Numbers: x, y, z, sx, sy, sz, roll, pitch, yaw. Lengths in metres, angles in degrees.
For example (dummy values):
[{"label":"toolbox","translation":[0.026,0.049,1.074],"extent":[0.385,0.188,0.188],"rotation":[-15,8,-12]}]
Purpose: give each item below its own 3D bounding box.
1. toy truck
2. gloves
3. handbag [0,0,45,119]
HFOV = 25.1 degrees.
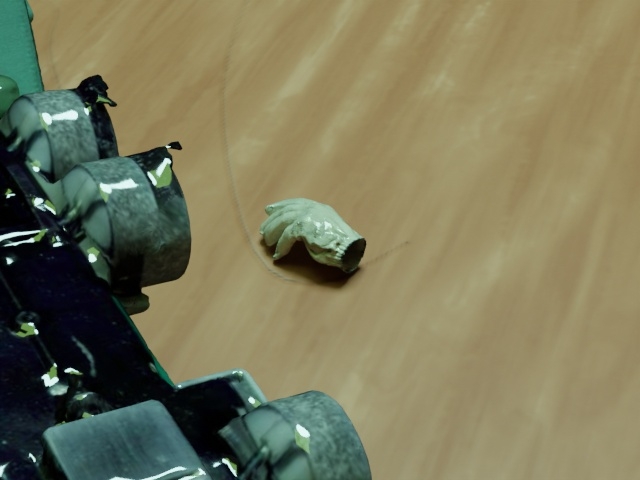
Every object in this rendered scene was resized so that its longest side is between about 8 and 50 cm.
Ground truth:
[{"label":"toy truck","translation":[-0.123,0.067,0.583],"extent":[0.176,0.178,0.363],"rotation":[-13,37,-27]},{"label":"gloves","translation":[0.000,-0.002,0.802],"extent":[0.081,0.037,0.044],"rotation":[13,2,29]},{"label":"handbag","translation":[-0.301,-0.096,0.887],"extent":[0.269,0.100,0.274],"rotation":[-9,35,-11]}]
